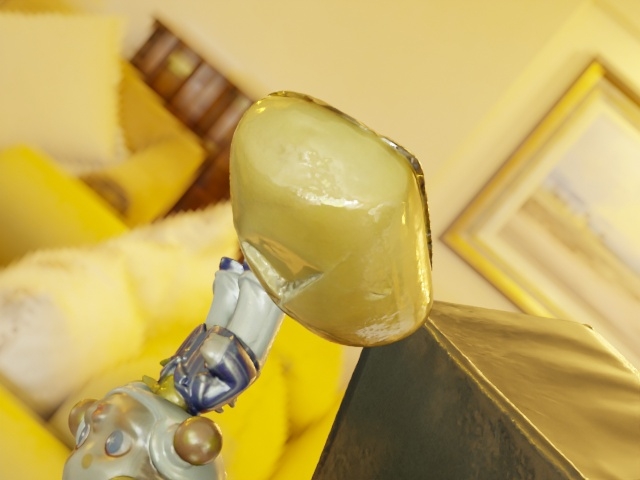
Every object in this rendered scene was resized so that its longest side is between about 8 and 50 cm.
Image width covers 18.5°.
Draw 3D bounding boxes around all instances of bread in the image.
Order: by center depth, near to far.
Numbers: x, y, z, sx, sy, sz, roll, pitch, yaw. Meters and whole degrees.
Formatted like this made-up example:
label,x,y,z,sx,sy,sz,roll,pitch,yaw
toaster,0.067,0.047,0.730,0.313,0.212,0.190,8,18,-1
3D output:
label,x,y,z,sx,sy,sz,roll,pitch,yaw
bread,0.000,0.000,0.737,0.082,0.056,0.115,31,-27,21

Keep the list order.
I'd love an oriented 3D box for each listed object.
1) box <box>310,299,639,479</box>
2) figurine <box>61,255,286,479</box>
label,x,y,z,sx,sy,sz,roll,pitch,yaw
box,0.159,0.224,1.493,0.204,0.251,0.345,11,19,-27
figurine,-0.119,0.142,1.579,0.133,0.193,0.274,44,44,-28
